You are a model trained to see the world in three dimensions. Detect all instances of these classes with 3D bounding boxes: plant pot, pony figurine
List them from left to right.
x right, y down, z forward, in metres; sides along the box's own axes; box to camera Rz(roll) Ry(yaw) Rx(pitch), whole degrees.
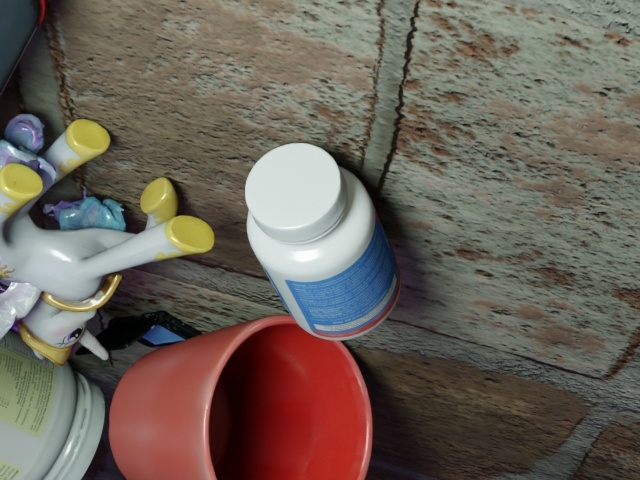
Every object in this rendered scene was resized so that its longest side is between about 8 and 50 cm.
[{"bbox_3d":[-0.327,0.015,1.739,0.351,0.302,0.363,18,143,-24],"label":"pony figurine"},{"bbox_3d":[-0.112,0.227,2.034,0.243,0.275,0.275,-3,150,48],"label":"plant pot"}]

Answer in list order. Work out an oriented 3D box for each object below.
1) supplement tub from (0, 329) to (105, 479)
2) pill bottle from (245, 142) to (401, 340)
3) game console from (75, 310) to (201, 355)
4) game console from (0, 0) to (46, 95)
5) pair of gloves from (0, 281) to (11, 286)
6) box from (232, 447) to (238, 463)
[{"bbox_3d":[-0.488,0.226,2.305,0.325,0.235,0.235,29,154,-31],"label":"supplement tub"},{"bbox_3d":[0.000,0.000,1.605,0.124,0.124,0.221,9,156,18],"label":"pill bottle"},{"bbox_3d":[-0.233,0.133,2.135,0.107,0.071,0.122,33,153,-33],"label":"game console"},{"bbox_3d":[-0.436,-0.194,1.431,0.342,0.060,0.386,23,140,-16],"label":"game console"},{"bbox_3d":[-0.456,0.054,2.171,0.159,0.023,0.198,14,158,7],"label":"pair of gloves"},{"bbox_3d":[-0.071,0.296,2.186,0.087,0.232,0.058,13,157,7],"label":"box"}]
